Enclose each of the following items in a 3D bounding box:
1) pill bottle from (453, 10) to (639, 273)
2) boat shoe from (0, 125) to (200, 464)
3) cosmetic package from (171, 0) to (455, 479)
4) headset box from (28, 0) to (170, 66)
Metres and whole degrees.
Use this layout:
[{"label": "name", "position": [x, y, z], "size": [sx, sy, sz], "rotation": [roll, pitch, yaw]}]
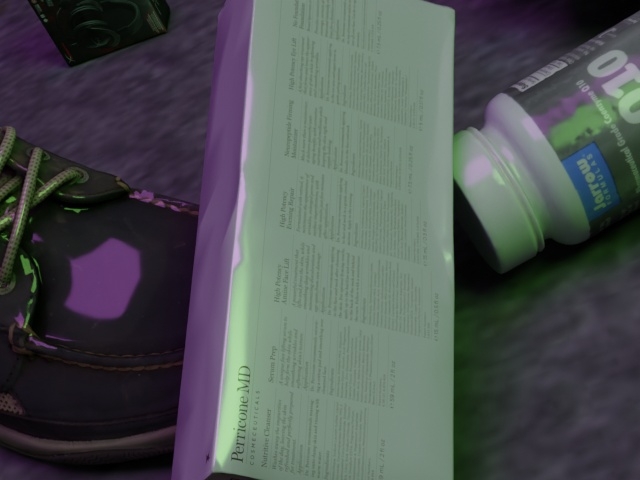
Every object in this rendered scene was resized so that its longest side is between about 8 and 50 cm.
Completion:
[{"label": "pill bottle", "position": [0.123, -0.047, 0.652], "size": [0.137, 0.078, 0.078], "rotation": [-31, 38, -3]}, {"label": "boat shoe", "position": [-0.161, 0.019, 0.707], "size": [0.355, 0.130, 0.132], "rotation": [-1, 45, 31]}, {"label": "cosmetic package", "position": [0.000, 0.000, 0.598], "size": [0.060, 0.098, 0.239], "rotation": [135, 145, -53]}, {"label": "headset box", "position": [-0.144, -0.160, 0.958], "size": [0.083, 0.062, 0.032], "rotation": [-16, 40, 14]}]
